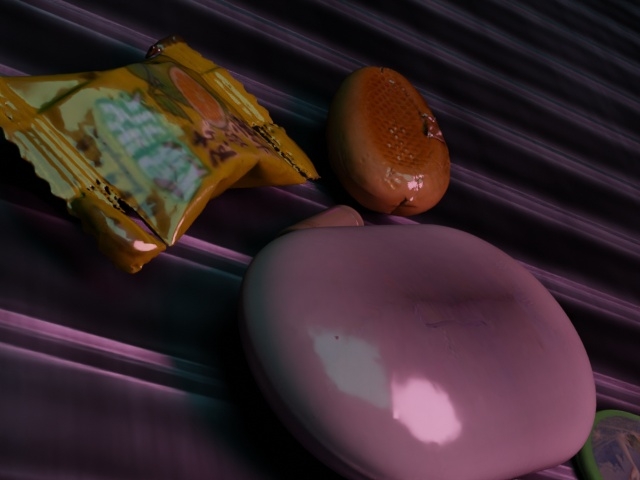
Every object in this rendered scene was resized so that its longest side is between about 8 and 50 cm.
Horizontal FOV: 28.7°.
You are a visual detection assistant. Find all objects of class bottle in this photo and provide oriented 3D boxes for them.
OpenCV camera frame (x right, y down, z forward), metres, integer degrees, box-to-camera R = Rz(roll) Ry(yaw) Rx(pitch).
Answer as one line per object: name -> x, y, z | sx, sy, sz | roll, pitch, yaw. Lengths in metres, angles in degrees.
bottle -> 0.000, 0.000, 0.992 | 0.045, 0.045, 0.096 | 43, 29, 9

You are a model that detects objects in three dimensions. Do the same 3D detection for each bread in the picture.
bread -> 0.058, -0.085, 1.145 | 0.114, 0.077, 0.189 | 7, 39, -11

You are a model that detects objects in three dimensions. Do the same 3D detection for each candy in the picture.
candy -> -0.119, -0.083, 0.941 | 0.187, 0.081, 0.297 | 44, 30, 7

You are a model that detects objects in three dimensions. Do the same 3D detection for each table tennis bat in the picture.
table tennis bat -> 0.311, 0.235, 1.016 | 0.257, 0.039, 0.160 | 46, 33, 19

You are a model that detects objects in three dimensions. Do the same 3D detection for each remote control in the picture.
remote control -> 0.079, 0.079, 0.908 | 0.332, 0.103, 0.221 | -1, 49, -48
